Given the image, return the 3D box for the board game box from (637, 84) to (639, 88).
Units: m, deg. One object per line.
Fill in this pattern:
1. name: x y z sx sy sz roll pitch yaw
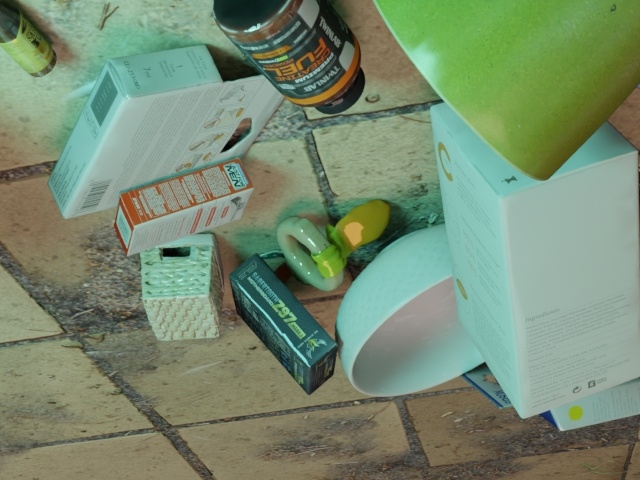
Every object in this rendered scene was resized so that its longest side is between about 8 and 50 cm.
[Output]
1. board game box: 0.410 -0.256 1.157 0.145 0.027 0.281 11 141 -19

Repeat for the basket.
1. basket: -0.205 0.074 1.687 0.113 0.103 0.167 -4 152 0

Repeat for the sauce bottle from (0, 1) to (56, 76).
1. sauce bottle: -0.329 -0.223 1.195 0.042 0.042 0.128 -13 152 14

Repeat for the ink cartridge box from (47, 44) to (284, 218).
1. ink cartridge box: -0.180 -0.136 1.363 0.238 0.060 0.275 -17 161 -35

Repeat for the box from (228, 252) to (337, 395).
1. box: -0.055 0.132 1.700 0.059 0.183 0.233 -39 166 -12

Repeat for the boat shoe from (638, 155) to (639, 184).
1. boat shoe: 0.347 -0.088 1.512 0.219 0.070 0.078 8 149 -21

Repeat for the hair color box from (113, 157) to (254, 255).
1. hair color box: -0.178 -0.044 1.456 0.167 0.053 0.093 -18 161 -23

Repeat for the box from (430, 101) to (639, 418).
1. box: 0.264 0.006 1.370 0.168 0.215 0.345 -18 127 -7

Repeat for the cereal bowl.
1. cereal bowl: 0.167 0.082 1.676 0.338 0.141 0.339 -19 148 -12

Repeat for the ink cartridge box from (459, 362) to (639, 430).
1. ink cartridge box: 0.385 0.222 1.756 0.307 0.072 0.303 -12 -173 -7

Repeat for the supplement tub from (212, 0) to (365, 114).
1. supplement tub: -0.023 -0.212 1.198 0.106 0.106 0.198 -18 149 22

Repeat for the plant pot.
1. plant pot: 0.239 -0.252 1.046 0.293 0.275 0.274 -40 138 23

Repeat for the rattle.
1. rattle: 0.000 0.000 1.662 0.130 0.143 0.200 34 161 -3
